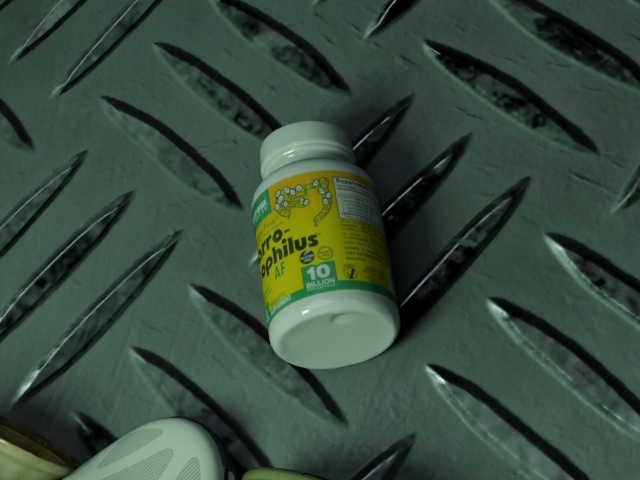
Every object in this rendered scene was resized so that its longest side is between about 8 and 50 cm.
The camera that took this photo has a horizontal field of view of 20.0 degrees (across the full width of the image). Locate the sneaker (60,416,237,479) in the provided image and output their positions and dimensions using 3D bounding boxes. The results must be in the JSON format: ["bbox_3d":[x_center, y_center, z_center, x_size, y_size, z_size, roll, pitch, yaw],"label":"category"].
[{"bbox_3d":[-0.249,0.281,1.468,0.169,0.257,0.447,32,67,29],"label":"sneaker"}]

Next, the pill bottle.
[{"bbox_3d":[0.000,0.000,1.631,0.118,0.117,0.208,-17,57,14],"label":"pill bottle"}]

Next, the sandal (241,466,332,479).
[{"bbox_3d":[0.051,0.260,1.469,0.303,0.120,0.086,25,88,32],"label":"sandal"}]

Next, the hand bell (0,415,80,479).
[{"bbox_3d":[-0.329,0.283,1.642,0.126,0.126,0.242,27,88,33],"label":"hand bell"}]
